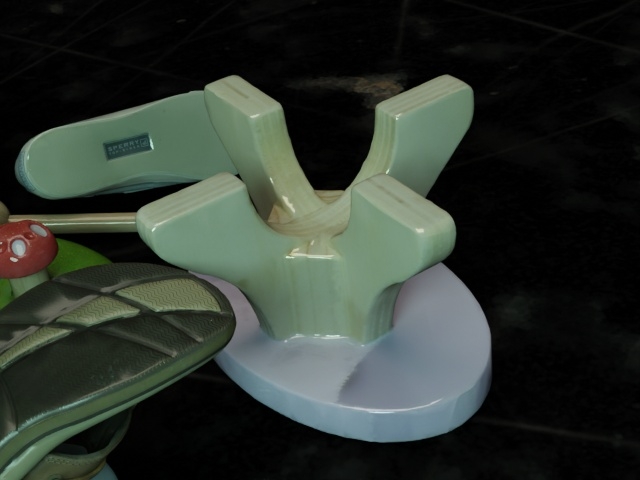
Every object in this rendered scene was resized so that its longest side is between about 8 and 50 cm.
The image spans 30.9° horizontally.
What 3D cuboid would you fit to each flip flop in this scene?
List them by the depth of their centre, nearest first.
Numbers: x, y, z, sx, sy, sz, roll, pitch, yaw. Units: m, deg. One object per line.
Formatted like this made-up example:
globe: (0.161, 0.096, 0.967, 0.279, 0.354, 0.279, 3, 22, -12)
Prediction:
flip flop: (-0.168, 0.111, 0.650, 0.277, 0.080, 0.112, -40, 48, -17)

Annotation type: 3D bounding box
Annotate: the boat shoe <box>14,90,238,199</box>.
boat shoe: (-0.157, -0.083, 1.014, 0.227, 0.079, 0.081, -12, 8, -27)

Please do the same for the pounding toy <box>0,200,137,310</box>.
pounding toy: (-0.232, 0.012, 0.861, 0.183, 0.110, 0.237, -4, 34, 5)

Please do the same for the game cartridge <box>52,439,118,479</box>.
game cartridge: (-0.278, 0.179, 0.675, 0.297, 0.062, 0.198, 2, 39, 14)

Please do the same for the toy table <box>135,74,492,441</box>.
toy table: (0.000, 0.000, 0.790, 0.274, 0.161, 0.252, 25, 45, 38)
